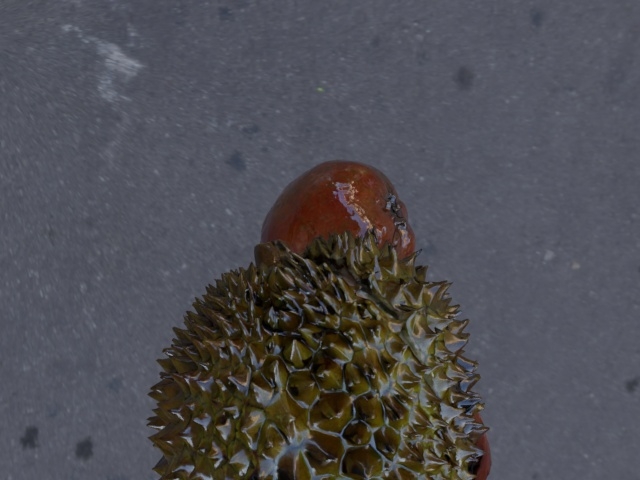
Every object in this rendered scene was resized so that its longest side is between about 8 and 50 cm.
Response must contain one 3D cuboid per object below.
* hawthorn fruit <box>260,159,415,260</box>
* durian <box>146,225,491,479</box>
[{"bbox_3d":[0.000,0.000,1.456,0.262,0.210,0.211,-26,111,16],"label":"hawthorn fruit"},{"bbox_3d":[0.004,0.183,0.962,0.347,0.347,0.385,-22,99,-15],"label":"durian"}]
